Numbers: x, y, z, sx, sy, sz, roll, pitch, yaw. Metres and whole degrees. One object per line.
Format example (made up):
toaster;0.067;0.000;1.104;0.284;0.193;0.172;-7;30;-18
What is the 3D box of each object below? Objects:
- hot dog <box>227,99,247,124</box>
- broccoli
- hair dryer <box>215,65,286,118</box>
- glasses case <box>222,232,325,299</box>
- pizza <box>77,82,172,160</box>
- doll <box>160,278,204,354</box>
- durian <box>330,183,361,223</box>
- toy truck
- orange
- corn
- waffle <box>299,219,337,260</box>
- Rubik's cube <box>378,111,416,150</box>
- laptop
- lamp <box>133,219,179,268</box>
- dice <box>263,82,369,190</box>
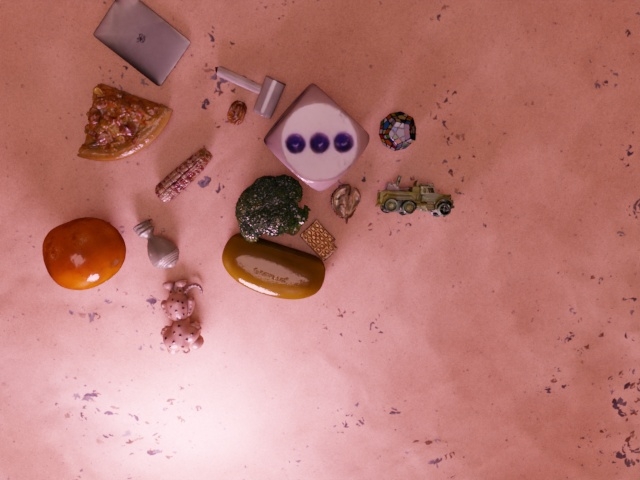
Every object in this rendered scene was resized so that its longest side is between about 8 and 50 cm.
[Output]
hot dog;-0.283;-0.434;1.816;0.058;0.035;0.083;23;102;-3
broccoli;-0.165;-0.101;1.826;0.242;0.261;0.269;25;110;-47
hair dryer;-0.249;-0.513;1.782;0.237;0.073;0.131;25;103;-5
glasses case;-0.170;0.104;1.900;0.372;0.141;0.173;18;103;-6
pizza;-0.659;-0.366;1.802;0.269;0.087;0.257;16;106;-8
doll;-0.508;0.280;1.957;0.154;0.119;0.277;1;94;-3
durian;0.086;-0.128;1.885;0.111;0.071;0.140;-1;91;-6
toy truck;0.332;-0.151;1.864;0.260;0.128;0.135;7;90;-3
orange;-0.794;0.046;1.809;0.261;0.261;0.260;0;104;-2
corn;-0.471;-0.228;1.842;0.237;0.079;0.079;-42;101;8
waffle;0.000;0.000;1.940;0.092;0.021;0.135;-43;101;8
Rubik's cube;0.262;-0.369;1.808;0.112;0.133;0.133;21;104;-35
laptop;-0.587;-0.665;1.759;0.269;0.015;0.187;37;100;-10
lamp;-0.579;0.016;1.893;0.106;0.106;0.193;-35;93;7
dice;-0.014;-0.335;1.747;0.259;0.243;0.251;41;99;-14
